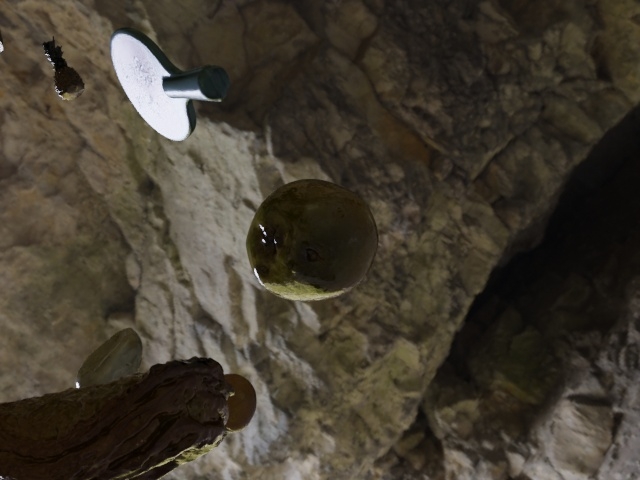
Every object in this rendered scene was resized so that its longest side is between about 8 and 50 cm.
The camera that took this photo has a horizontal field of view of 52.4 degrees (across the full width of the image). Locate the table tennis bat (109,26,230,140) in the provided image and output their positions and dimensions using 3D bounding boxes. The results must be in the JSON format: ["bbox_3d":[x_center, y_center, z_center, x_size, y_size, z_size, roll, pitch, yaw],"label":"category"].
[{"bbox_3d":[-0.184,-0.188,0.786,0.040,0.153,0.244,-40,32,-26],"label":"table tennis bat"}]

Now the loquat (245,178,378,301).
[{"bbox_3d":[0.000,0.000,1.071,0.246,0.213,0.213,-5,-44,-49],"label":"loquat"}]

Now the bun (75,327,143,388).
[{"bbox_3d":[-0.464,0.287,1.478,0.183,0.102,0.183,-36,19,14],"label":"bun"}]

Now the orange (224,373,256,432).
[{"bbox_3d":[-0.234,0.404,1.622,0.156,0.134,0.157,-36,29,24],"label":"orange"}]

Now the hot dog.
[{"bbox_3d":[-0.213,0.193,0.634,0.258,0.114,0.175,-18,-15,20],"label":"hot dog"}]

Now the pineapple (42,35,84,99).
[{"bbox_3d":[-0.508,-0.335,1.264,0.058,0.124,0.058,-33,-10,-6],"label":"pineapple"}]

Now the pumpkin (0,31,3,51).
[{"bbox_3d":[-0.752,-0.503,1.340,0.254,0.149,0.131,21,-104,-49],"label":"pumpkin"}]
